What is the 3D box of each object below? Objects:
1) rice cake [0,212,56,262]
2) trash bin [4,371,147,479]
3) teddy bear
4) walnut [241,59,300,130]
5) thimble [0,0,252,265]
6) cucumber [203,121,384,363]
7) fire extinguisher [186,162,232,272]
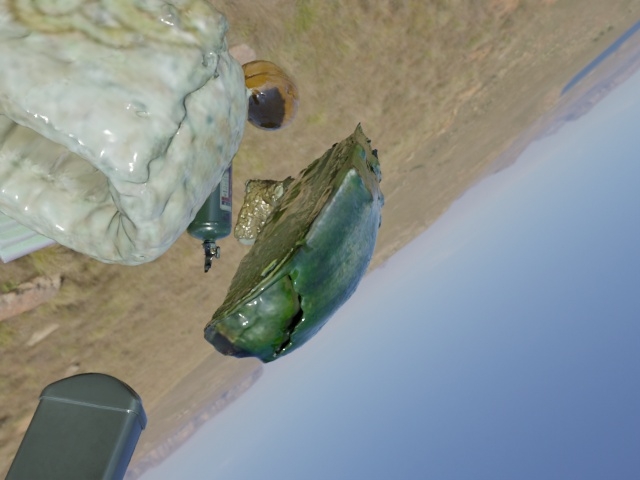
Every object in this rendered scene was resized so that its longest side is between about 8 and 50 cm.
[{"bbox_3d":[-0.551,-0.069,1.042,0.198,0.189,0.037,-21,-150,-34],"label":"rice cake"},{"bbox_3d":[-0.400,0.341,0.877,0.101,0.177,0.236,101,-2,-50],"label":"trash bin"},{"bbox_3d":[-0.110,-0.098,1.546,0.256,0.156,0.267,12,136,-46],"label":"teddy bear"},{"bbox_3d":[-0.139,-0.366,1.345,0.167,0.167,0.207,-41,152,14],"label":"walnut"},{"bbox_3d":[-0.220,-0.118,0.502,0.195,0.292,0.291,-67,-173,-27],"label":"thimble"},{"bbox_3d":[0.003,0.000,0.485,0.145,0.105,0.325,-36,-167,22],"label":"cucumber"},{"bbox_3d":[-0.217,-0.079,1.046,0.093,0.294,0.118,0,172,-6],"label":"fire extinguisher"}]
